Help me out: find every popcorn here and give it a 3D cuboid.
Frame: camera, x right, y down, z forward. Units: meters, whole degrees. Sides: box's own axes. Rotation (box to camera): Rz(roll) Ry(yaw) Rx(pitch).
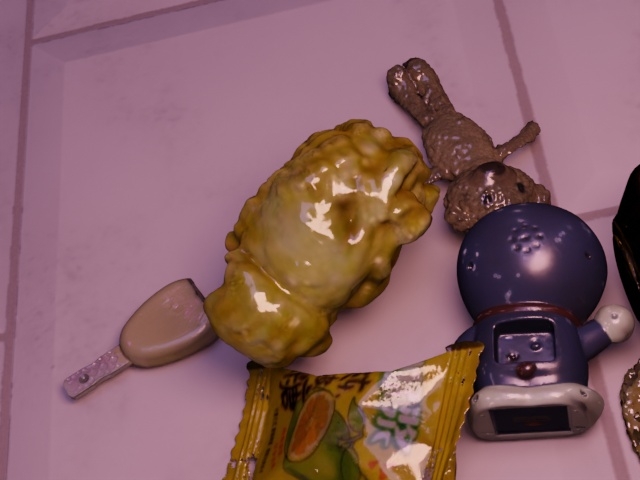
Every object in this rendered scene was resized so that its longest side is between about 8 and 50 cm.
[{"bbox_3d":[0.000,0.000,1.337,0.173,0.225,0.286,38,91,1],"label":"popcorn"}]

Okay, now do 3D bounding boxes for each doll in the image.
[{"bbox_3d":[0.170,-0.116,1.462,0.202,0.091,0.286,4,46,4],"label":"doll"}]

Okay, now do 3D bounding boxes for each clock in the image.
[{"bbox_3d":[0.222,0.076,1.272,0.199,0.146,0.243,-5,62,17],"label":"clock"}]

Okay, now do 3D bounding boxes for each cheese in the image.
[{"bbox_3d":[-0.210,0.121,1.417,0.192,0.037,0.097,-32,53,-9],"label":"cheese"}]

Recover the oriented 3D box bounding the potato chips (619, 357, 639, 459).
[{"bbox_3d":[0.403,0.179,1.222,0.202,0.029,0.220,-4,52,13],"label":"potato chips"}]

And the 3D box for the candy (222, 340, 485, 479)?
[{"bbox_3d":[0.024,0.195,1.252,0.297,0.081,0.187,-9,56,38],"label":"candy"}]

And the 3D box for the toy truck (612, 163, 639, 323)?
[{"bbox_3d":[0.436,0.073,1.165,0.253,0.181,0.405,-12,46,3],"label":"toy truck"}]
